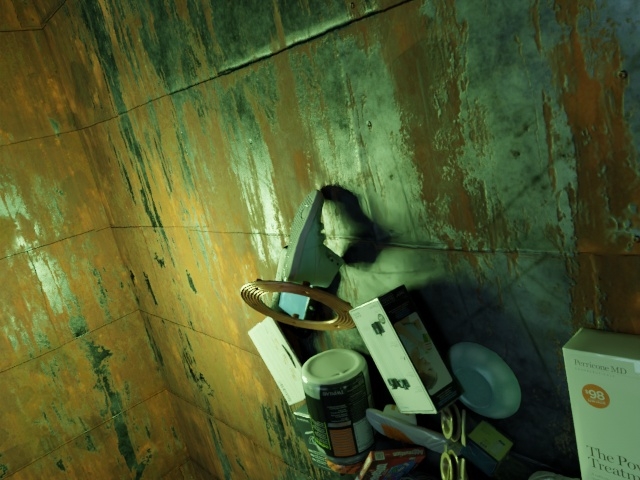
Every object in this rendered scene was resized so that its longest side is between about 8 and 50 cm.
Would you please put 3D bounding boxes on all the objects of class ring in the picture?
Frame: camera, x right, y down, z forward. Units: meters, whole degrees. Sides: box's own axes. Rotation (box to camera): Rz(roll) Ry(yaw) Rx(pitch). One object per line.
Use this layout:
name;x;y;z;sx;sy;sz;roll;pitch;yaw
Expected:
ring;-0.057;0.177;1.399;0.336;0.032;0.337;12;154;6

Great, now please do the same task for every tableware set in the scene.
tableware set;0.299;0.482;1.190;0.128;0.039;0.194;130;142;-81

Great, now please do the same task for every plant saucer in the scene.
plant saucer;0.355;0.326;1.151;0.195;0.037;0.195;25;127;39

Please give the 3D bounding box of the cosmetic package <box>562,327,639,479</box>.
cosmetic package;0.606;0.307;0.799;0.377;0.097;0.285;0;107;50

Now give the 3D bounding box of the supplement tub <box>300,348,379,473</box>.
supplement tub;0.062;0.491;1.457;0.193;0.193;0.316;10;116;47

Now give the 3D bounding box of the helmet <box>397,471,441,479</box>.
helmet;0.273;0.705;1.353;0.162;0.169;0.169;53;143;-8

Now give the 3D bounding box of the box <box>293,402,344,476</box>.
box;0.025;0.632;1.647;0.153;0.108;0.207;-10;102;52

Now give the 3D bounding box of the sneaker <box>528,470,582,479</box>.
sneaker;0.543;0.547;1.025;0.235;0.090;0.095;-1;121;54

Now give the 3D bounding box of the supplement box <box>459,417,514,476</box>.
supplement box;0.382;0.472;1.159;0.083;0.083;0.056;35;133;33

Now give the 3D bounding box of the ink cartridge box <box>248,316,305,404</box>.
ink cartridge box;-0.112;0.392;1.698;0.296;0.066;0.261;58;147;8

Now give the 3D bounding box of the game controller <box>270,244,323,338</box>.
game controller;-0.070;0.161;1.537;0.166;0.067;0.319;40;137;29

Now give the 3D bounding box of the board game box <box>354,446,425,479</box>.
board game box;0.184;0.637;1.405;0.281;0.145;0.027;99;168;-49

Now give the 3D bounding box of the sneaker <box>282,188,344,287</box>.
sneaker;0.000;0.000;1.359;0.094;0.151;0.256;12;86;66

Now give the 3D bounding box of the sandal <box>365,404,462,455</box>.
sandal;0.252;0.490;1.341;0.265;0.076;0.102;13;136;22

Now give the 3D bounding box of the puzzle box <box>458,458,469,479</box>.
puzzle box;0.356;0.725;1.125;0.052;0.409;0.272;-17;100;10

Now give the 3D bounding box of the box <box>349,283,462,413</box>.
box;0.199;0.268;1.228;0.290;0.087;0.169;63;153;8
